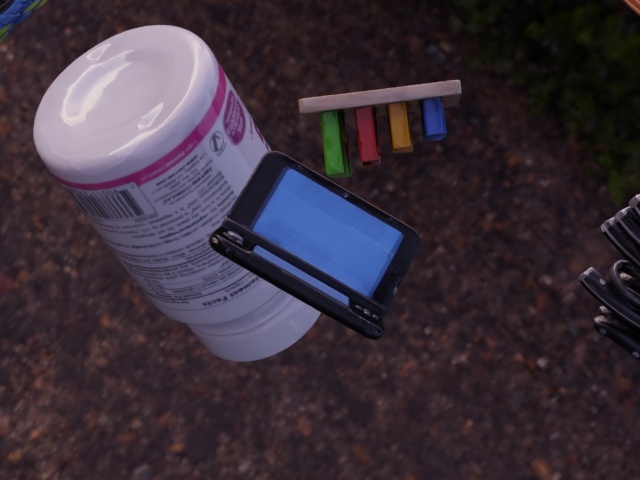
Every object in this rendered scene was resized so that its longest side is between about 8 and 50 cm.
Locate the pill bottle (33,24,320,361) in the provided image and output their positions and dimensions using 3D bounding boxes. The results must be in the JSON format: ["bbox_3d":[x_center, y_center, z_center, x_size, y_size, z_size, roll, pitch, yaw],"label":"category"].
[{"bbox_3d":[-0.106,-0.030,1.208,0.283,0.160,0.160,59,30,-44],"label":"pill bottle"}]

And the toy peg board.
[{"bbox_3d":[0.067,-0.111,1.476,0.160,0.161,0.079,-6,91,4],"label":"toy peg board"}]

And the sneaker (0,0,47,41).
[{"bbox_3d":[-0.322,-0.251,1.421,0.078,0.188,0.067,55,28,-4],"label":"sneaker"}]

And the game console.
[{"bbox_3d":[0.000,0.000,0.909,0.122,0.071,0.107,29,4,-1],"label":"game console"}]

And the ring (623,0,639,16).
[{"bbox_3d":[0.313,-0.270,0.887,0.032,0.336,0.337,27,41,-54],"label":"ring"}]

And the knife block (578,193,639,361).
[{"bbox_3d":[0.335,0.060,1.035,0.088,0.275,0.242,-51,136,-40],"label":"knife block"}]
